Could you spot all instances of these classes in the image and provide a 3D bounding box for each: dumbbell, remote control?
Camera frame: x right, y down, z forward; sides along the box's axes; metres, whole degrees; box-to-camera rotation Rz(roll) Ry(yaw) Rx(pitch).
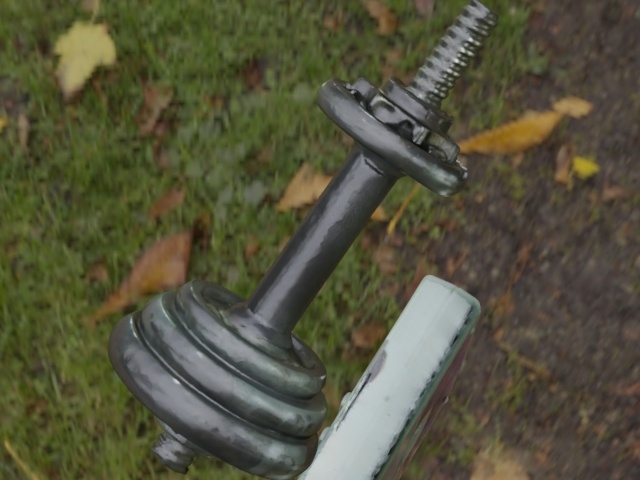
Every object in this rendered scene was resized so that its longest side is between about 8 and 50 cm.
[{"bbox_3d":[0.000,0.000,0.778,0.110,0.110,0.254,37,101,12],"label":"dumbbell"},{"bbox_3d":[-0.002,0.178,1.056,0.050,0.145,0.344,28,60,10],"label":"remote control"}]
